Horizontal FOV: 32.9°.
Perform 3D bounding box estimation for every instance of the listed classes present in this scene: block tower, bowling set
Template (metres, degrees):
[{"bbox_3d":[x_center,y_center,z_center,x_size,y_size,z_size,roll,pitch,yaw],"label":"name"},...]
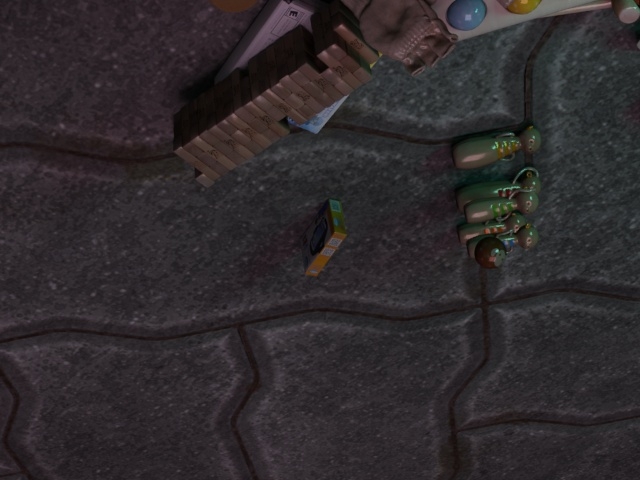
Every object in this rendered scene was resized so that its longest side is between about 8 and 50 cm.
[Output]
[{"bbox_3d":[-0.076,-0.210,1.585,0.335,0.091,0.097,-32,133,25],"label":"block tower"},{"bbox_3d":[0.324,-0.034,1.865,0.154,0.200,0.287,-12,144,1],"label":"bowling set"}]

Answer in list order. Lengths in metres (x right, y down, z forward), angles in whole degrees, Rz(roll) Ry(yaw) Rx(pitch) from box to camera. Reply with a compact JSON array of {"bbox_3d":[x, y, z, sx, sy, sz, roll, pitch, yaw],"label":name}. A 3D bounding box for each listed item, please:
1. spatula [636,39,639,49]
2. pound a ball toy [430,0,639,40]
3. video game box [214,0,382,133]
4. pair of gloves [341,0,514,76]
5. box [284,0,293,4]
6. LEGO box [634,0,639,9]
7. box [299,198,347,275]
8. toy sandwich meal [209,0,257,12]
[{"bbox_3d":[0.545,-0.325,1.592,0.168,0.019,0.242,-11,175,20],"label":"spatula"},{"bbox_3d":[0.303,-0.348,1.531,0.319,0.136,0.208,-14,140,7],"label":"pound a ball toy"},{"bbox_3d":[-0.030,-0.268,1.629,0.187,0.048,0.205,21,132,-27],"label":"video game box"},{"bbox_3d":[0.143,-0.353,1.435,0.240,0.204,0.042,-38,168,6],"label":"pair of gloves"},{"bbox_3d":[-0.033,-0.482,1.358,0.295,0.073,0.293,-34,135,26],"label":"box"},{"bbox_3d":[0.484,-0.490,1.137,0.372,0.193,0.500,37,82,-38],"label":"LEGO box"},{"bbox_3d":[0.000,0.000,1.923,0.028,0.081,0.136,14,134,-26],"label":"box"},{"bbox_3d":[-0.121,-0.358,1.523,0.085,0.029,0.086,-6,145,-4],"label":"toy sandwich meal"}]
